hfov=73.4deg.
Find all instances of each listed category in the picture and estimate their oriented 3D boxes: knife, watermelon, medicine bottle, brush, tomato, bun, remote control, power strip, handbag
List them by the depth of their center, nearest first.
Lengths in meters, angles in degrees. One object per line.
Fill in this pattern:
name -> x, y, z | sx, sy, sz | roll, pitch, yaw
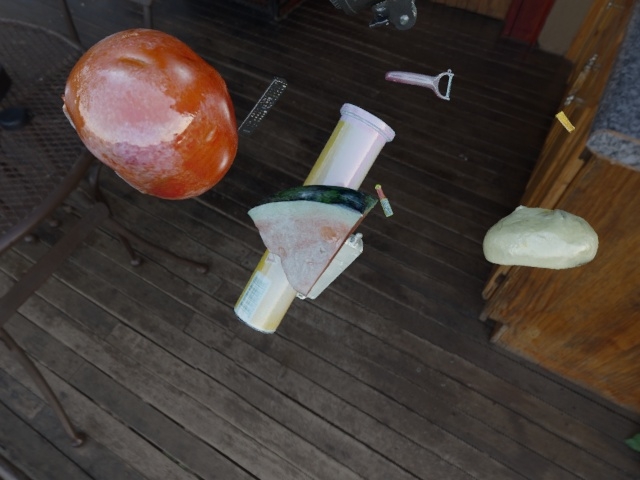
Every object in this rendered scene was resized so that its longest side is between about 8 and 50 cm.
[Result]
tomato -> -0.213, -0.169, 0.583 | 0.188, 0.232, 0.232 | -45, 64, 3
watermelon -> -0.004, -0.023, 0.698 | 0.136, 0.202, 0.207 | 48, 24, 17
medicine bottle -> -0.021, -0.034, 0.788 | 0.108, 0.108, 0.426 | 33, 97, 20
bun -> 0.451, -0.011, 0.889 | 0.222, 0.222, 0.128 | -4, 93, -4
brush -> 0.156, -0.101, 1.061 | 0.018, 0.021, 0.083 | -21, 86, 3
power strip -> 0.020, 0.073, 1.335 | 0.098, 0.338, 0.058 | 27, 40, -19
remote control -> -0.197, -0.442, 1.431 | 0.063, 0.245, 0.025 | 0, 57, -48
handbag -> 0.910, -0.439, 1.596 | 0.083, 0.027, 0.061 | 59, 28, 11
knife -> 0.404, -0.660, 1.745 | 0.277, 0.053, 0.123 | 9, 87, -4

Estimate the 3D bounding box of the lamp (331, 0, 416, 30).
lamp -> 0.127, -0.738, 1.120 | 0.272, 0.374, 0.205 | 2, 53, 12
